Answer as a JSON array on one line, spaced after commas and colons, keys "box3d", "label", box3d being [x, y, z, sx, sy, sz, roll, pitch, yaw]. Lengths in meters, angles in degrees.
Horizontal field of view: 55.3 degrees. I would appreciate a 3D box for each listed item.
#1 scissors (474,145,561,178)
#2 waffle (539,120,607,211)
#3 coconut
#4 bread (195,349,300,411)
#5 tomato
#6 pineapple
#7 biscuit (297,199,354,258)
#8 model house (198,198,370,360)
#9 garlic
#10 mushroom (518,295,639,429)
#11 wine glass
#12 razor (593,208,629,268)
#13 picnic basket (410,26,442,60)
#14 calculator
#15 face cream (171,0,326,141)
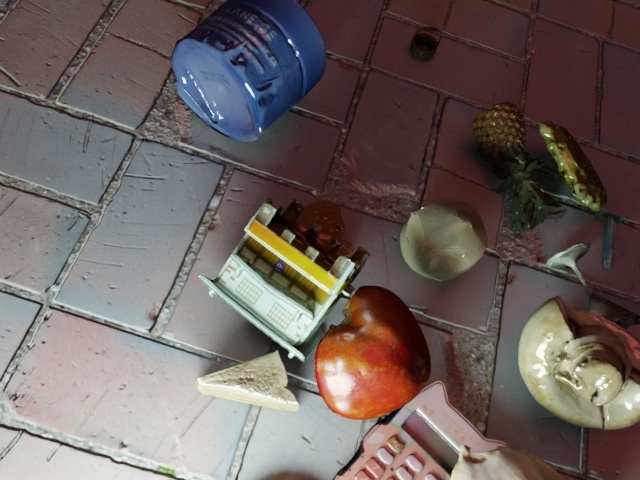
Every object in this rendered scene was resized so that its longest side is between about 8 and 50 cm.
[{"box3d": [0.461, -0.191, 1.415, 0.204, 0.027, 0.101, 20, 64, 2], "label": "scissors"}, {"box3d": [0.566, -0.165, 1.349, 0.204, 0.054, 0.223, 7, 58, -55], "label": "waffle"}, {"box3d": [0.240, -0.007, 1.190, 0.161, 0.162, 0.161, 5, 60, -10], "label": "coconut"}, {"box3d": [-0.122, 0.257, 1.020, 0.152, 0.077, 0.105, -17, 68, -17], "label": "bread"}, {"box3d": [0.109, 0.194, 1.019, 0.140, 0.200, 0.233, 5, 51, 41], "label": "tomato"}, {"box3d": [0.420, -0.159, 1.324, 0.130, 0.119, 0.277, -11, 73, -34], "label": "pineapple"}, {"box3d": [-0.005, 0.004, 1.211, 0.134, 0.027, 0.184, -10, 63, -16], "label": "biscuit"}, {"box3d": [-0.059, 0.061, 1.057, 0.224, 0.198, 0.215, 36, 99, 8], "label": "model house"}, {"box3d": [0.301, 0.433, 0.961, 0.228, 0.110, 0.217, 45, 69, -12], "label": "garlic"}, {"box3d": [0.462, 0.240, 1.081, 0.254, 0.189, 0.195, 33, 24, 11], "label": "mushroom"}, {"box3d": [0.542, 0.103, 1.229, 0.122, 0.122, 0.182, -10, 60, -17], "label": "wine glass"}, {"box3d": [0.638, 0.001, 1.346, 0.068, 0.040, 0.135, 17, 64, -2], "label": "razor"}, {"box3d": [0.260, -0.491, 1.504, 0.072, 0.083, 0.072, 6, 60, -10], "label": "picnic basket"}, {"box3d": [0.152, 0.405, 1.017, 0.220, 0.048, 0.330, 44, 65, 12], "label": "calculator"}, {"box3d": [-0.147, -0.356, 1.250, 0.249, 0.249, 0.225, 34, 63, 8], "label": "face cream"}]
